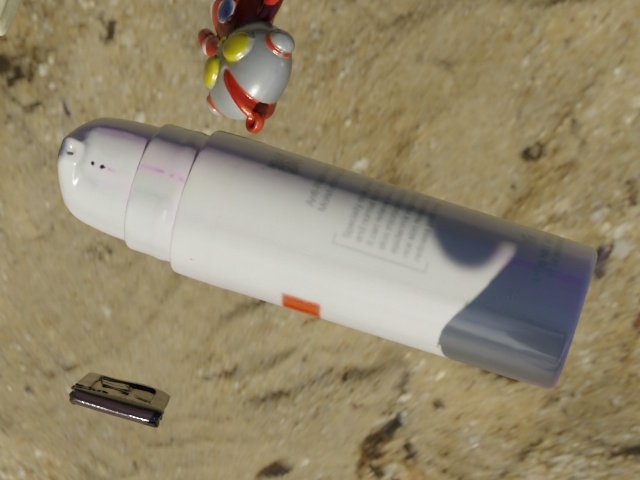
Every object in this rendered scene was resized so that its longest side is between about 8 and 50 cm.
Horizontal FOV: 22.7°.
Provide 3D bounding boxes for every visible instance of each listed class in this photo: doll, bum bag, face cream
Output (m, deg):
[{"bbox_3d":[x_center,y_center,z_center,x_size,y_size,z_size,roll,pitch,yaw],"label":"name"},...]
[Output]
[{"bbox_3d":[-0.075,-0.202,1.602,0.076,0.142,0.245,24,44,-30],"label":"doll"},{"bbox_3d":[-0.231,0.184,1.850,0.109,0.159,0.026,16,92,-1],"label":"bum bag"},{"bbox_3d":[0.000,0.000,1.033,0.346,0.102,0.102,18,75,9],"label":"face cream"}]

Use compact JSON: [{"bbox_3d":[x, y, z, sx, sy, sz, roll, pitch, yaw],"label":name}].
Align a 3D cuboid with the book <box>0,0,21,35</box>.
[{"bbox_3d":[-0.206,-0.192,0.566,0.264,0.027,0.202,14,74,6],"label":"book"}]
